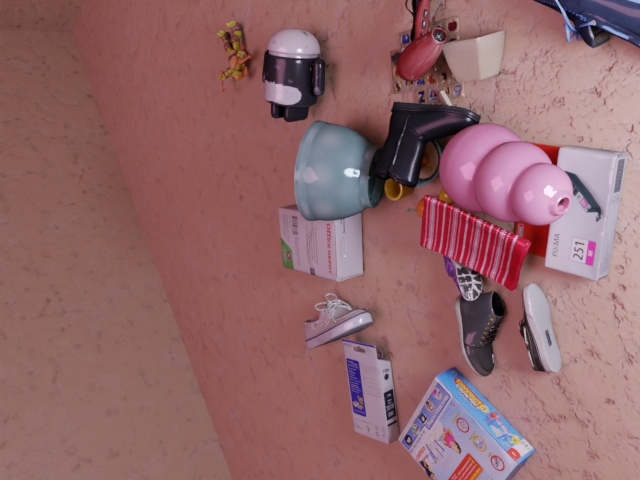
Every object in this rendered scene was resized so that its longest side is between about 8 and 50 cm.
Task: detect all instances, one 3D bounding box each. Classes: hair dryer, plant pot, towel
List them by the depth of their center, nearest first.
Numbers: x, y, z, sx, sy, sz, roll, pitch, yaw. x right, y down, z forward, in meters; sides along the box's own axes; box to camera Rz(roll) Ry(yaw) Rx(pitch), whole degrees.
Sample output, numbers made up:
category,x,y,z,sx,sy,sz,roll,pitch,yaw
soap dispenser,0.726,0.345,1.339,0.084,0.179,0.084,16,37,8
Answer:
category,x,y,z,sx,sy,sz,roll,pitch,yaw
plant pot,0.364,-0.428,1.418,0.109,0.109,0.096,8,118,50
hair dryer,0.231,-0.502,1.468,0.293,0.080,0.224,-111,26,-58
towel,0.367,0.007,1.473,0.274,0.031,0.199,28,151,22
plant pot,0.075,-0.190,1.733,0.196,0.293,0.293,8,109,21

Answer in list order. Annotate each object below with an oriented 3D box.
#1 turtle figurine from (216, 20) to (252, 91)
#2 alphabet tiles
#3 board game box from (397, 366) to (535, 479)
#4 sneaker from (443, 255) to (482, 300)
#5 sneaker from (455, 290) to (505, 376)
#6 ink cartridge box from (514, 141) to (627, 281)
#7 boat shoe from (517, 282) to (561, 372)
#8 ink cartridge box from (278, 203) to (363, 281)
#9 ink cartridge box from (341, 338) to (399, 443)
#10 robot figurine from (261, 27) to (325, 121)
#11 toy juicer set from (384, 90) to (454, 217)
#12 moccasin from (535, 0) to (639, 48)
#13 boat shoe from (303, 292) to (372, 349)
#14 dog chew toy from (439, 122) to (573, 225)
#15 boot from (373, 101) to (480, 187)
category,x,y,z,sx,sy,sz,roll,pitch,yaw
turtle figurine,-0.302,-0.669,2.173,0.269,0.087,0.217,-26,73,60
alphabet tiles,0.275,-0.460,1.587,0.237,0.009,0.198,4,105,51
board game box,0.393,0.571,1.692,0.302,0.086,0.308,46,133,32
sneaker,0.370,0.089,1.589,0.071,0.068,0.170,106,156,-51
sneaker,0.425,0.242,1.555,0.118,0.083,0.222,-18,85,51
ink cartridge box,0.534,-0.074,1.346,0.239,0.060,0.275,19,115,46
boat shoe,0.510,0.212,1.446,0.070,0.077,0.219,-12,93,51
ink cartridge box,0.000,0.000,1.974,0.289,0.121,0.211,13,111,48
ink cartridge box,0.163,0.479,1.966,0.165,0.065,0.333,4,105,51
robot figurine,-0.087,-0.518,1.891,0.173,0.209,0.278,-85,0,-67
toy juicer set,0.294,-0.195,1.578,0.209,0.089,0.329,50,135,29
moccasin,0.542,-0.427,1.167,0.342,0.137,0.117,39,133,38
boat shoe,0.040,0.252,2.011,0.367,0.135,0.156,-38,68,59
dog chew toy,0.410,-0.135,1.324,0.332,0.206,0.207,-136,46,-56
boot,0.259,-0.230,1.500,0.246,0.094,0.207,14,90,34
